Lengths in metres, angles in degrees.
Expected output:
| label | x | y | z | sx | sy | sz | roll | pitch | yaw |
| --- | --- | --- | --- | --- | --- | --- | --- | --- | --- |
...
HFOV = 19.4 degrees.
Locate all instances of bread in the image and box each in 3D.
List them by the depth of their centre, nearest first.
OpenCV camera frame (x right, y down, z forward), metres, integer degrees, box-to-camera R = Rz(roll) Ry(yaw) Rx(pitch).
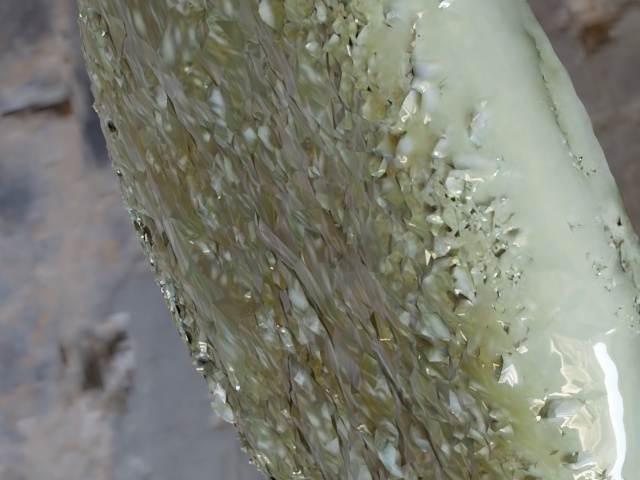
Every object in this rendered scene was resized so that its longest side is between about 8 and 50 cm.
| label | x | y | z | sx | sy | sz | roll | pitch | yaw |
| --- | --- | --- | --- | --- | --- | --- | --- | --- | --- |
| bread | 0.000 | 0.000 | 0.487 | 0.267 | 0.040 | 0.267 | 51 | -24 | 34 |
